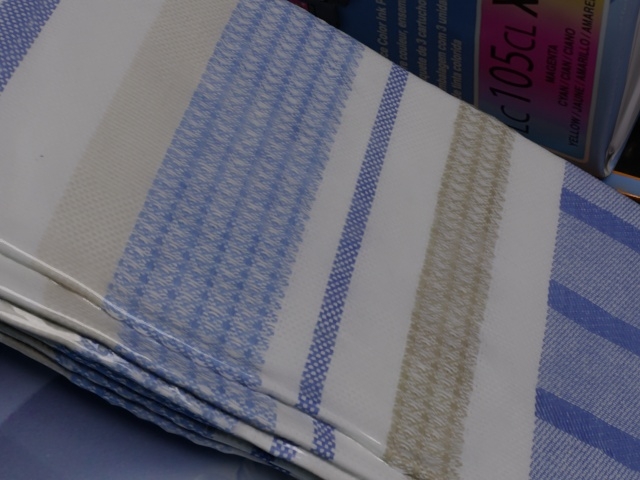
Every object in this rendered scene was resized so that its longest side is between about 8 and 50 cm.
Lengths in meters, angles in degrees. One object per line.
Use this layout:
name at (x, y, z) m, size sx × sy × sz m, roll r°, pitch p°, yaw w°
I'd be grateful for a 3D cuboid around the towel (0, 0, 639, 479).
towel at (0.000, 0.000, 0.497) m, size 0.285 × 0.034 × 0.209 m, roll 27°, pitch 41°, yaw -11°

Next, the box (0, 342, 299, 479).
box at (-0.077, 0.147, 0.484) m, size 0.294 × 0.183 × 0.296 m, roll -18°, pitch 65°, yaw -37°

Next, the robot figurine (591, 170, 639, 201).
robot figurine at (0.131, 0.054, 0.655) m, size 0.291 × 0.085 × 0.211 m, roll 14°, pitch 60°, yaw 11°

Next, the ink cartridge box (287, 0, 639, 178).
ink cartridge box at (0.012, -0.223, 0.744) m, size 0.395 × 0.151 × 0.270 m, roll 22°, pitch 54°, yaw 17°
